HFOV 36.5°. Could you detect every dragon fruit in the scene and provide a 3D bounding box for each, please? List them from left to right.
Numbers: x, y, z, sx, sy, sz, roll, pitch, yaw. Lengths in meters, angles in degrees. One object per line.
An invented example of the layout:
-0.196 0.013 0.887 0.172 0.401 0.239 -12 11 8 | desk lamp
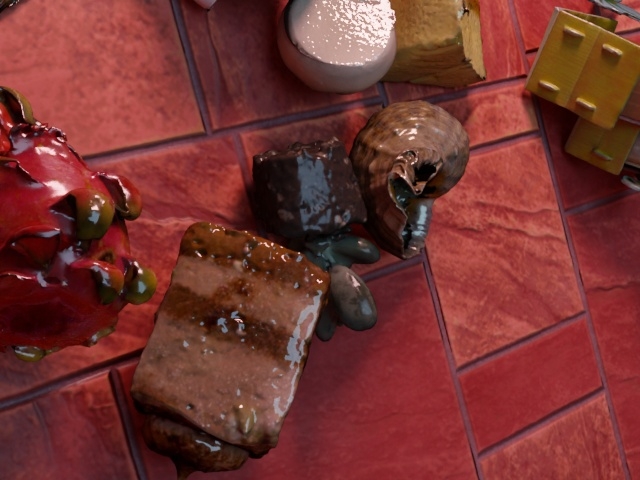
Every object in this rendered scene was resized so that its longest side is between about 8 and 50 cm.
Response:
-0.323 -0.025 1.052 0.227 0.243 0.307 -36 114 7 | dragon fruit

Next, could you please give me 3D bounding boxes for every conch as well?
0.108 -0.099 1.404 0.291 0.158 0.210 -25 140 -65 | conch

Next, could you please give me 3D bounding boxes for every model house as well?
0.512 -0.280 1.739 0.323 0.340 0.300 17 116 -9 | model house

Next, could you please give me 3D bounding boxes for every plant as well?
-0.001 -0.001 1.333 0.149 0.146 0.275 -17 96 -16 | plant

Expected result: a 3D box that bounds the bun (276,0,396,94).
0.021 -0.281 1.388 0.172 0.120 0.173 3 66 -6 | bun

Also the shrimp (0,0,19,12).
-0.412 -0.339 1.141 0.217 0.051 0.150 -40 114 -35 | shrimp

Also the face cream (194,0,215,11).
-0.229 -0.395 1.272 0.243 0.058 0.092 34 66 -22 | face cream

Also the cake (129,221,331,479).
-0.121 0.148 1.167 0.196 0.199 0.293 22 74 -1 | cake

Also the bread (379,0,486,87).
0.201 -0.385 1.495 0.236 0.198 0.264 1 82 -41 | bread
